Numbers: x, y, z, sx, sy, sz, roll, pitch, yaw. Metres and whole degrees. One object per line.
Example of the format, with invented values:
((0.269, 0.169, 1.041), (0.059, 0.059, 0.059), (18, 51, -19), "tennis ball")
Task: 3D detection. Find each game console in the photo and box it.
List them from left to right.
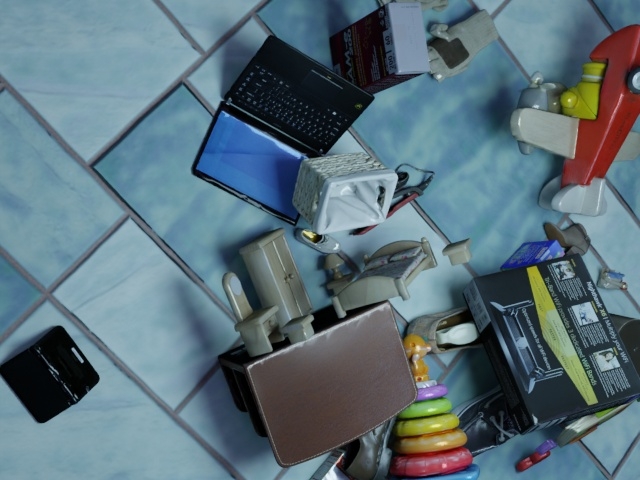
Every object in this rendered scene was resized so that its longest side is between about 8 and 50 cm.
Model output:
((-0.452, 0.224, 1.456), (0.122, 0.071, 0.107), (57, 36, -13), "game console")

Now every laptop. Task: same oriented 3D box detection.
((-0.068, -0.197, 1.603), (0.234, 0.264, 0.136), (27, 39, -23), "laptop")

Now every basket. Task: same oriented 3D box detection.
((0.042, -0.092, 1.617), (0.167, 0.103, 0.113), (-10, 128, -36), "basket")
((0.590, 0.230, 1.851), (0.154, 0.227, 0.204), (-23, 97, -26), "basket")

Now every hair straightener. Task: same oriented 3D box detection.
((0.139, -0.098, 1.749), (0.230, 0.047, 0.089), (-31, 101, -25), "hair straightener")

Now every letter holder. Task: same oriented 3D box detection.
((0.002, 0.257, 1.594), (0.302, 0.152, 0.214), (-22, 98, -23), "letter holder")

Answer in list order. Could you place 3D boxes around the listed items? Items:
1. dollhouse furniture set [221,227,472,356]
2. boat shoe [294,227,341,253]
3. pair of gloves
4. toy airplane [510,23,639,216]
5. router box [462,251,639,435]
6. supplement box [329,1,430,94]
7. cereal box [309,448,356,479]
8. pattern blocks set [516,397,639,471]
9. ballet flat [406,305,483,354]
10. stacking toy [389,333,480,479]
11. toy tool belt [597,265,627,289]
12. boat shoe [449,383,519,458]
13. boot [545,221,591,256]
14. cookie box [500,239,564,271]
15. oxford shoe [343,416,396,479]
((0.048, 0.036, 1.519), (0.173, 0.356, 0.303), (68, 26, -8), "dollhouse furniture set")
((0.000, 0.000, 1.681), (0.100, 0.035, 0.035), (24, 76, -23), "boat shoe")
((0.248, -0.466, 1.831), (0.204, 0.042, 0.240), (-44, 103, -18), "pair of gloves")
((0.563, -0.240, 1.880), (0.384, 0.272, 0.386), (-38, 140, -13), "toy airplane")
((0.449, 0.195, 1.691), (0.243, 0.081, 0.308), (-12, 65, -15), "router box")
((0.107, -0.355, 1.642), (0.073, 0.239, 0.130), (-9, 90, -25), "supplement box")
((0.018, 0.541, 1.647), (0.240, 0.047, 0.173), (-46, 105, -22), "cereal box")
((0.577, 0.374, 1.825), (0.325, 0.285, 0.026), (-22, 65, -21), "pattern blocks set")
((0.329, 0.178, 1.792), (0.316, 0.106, 0.107), (-15, 92, -27), "ballet flat")
((0.199, 0.332, 1.689), (0.175, 0.166, 0.301), (-11, 82, 8), "stacking toy")
((0.678, 0.087, 2.002), (0.083, 0.052, 0.051), (4, 93, -27), "toy tool belt")
((0.372, 0.372, 1.802), (0.301, 0.102, 0.108), (-25, 98, -25), "boat shoe")
((0.562, -0.013, 1.961), (0.087, 0.042, 0.118), (-41, 106, -29), "boot")
((0.454, 0.044, 1.862), (0.092, 0.107, 0.040), (-43, 105, -22), "cookie box")
((0.088, 0.340, 1.649), (0.096, 0.083, 0.227), (18, 62, -17), "oxford shoe")
